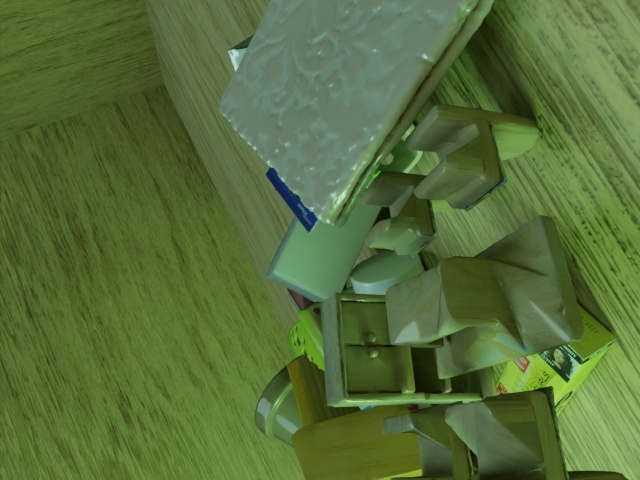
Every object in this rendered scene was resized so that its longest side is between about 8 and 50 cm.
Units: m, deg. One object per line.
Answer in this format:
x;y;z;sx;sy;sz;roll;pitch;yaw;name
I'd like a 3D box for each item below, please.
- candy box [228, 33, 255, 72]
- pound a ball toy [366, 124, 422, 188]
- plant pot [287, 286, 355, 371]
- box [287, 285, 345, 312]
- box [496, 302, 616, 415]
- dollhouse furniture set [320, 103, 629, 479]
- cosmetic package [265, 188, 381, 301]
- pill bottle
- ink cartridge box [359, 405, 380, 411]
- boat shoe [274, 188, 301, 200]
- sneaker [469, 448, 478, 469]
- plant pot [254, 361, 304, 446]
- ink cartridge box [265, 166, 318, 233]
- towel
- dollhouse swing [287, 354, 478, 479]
-0.094;-0.330;1.006;0.196;0.070;0.165;-67;-33;-53;candy box
0.048;-0.207;0.876;0.208;0.136;0.319;37;-173;-48;pound a ball toy
0.059;0.265;1.332;0.228;0.227;0.207;57;156;28;plant pot
-0.019;0.107;1.467;0.127;0.148;0.232;51;160;39;box
0.306;0.171;0.677;0.087;0.058;0.232;53;161;35;box
0.186;0.108;0.625;0.394;0.256;0.362;129;141;-60;dollhouse furniture set
0.000;0.000;1.023;0.138;0.224;0.224;28;170;-7;cosmetic package
0.162;0.172;0.956;0.160;0.160;0.283;26;138;66;pill bottle
0.151;0.524;1.536;0.270;0.151;0.395;66;165;0;ink cartridge box
-0.068;-0.165;1.283;0.127;0.113;0.340;49;158;43;boat shoe
0.294;0.322;0.901;0.084;0.083;0.215;39;148;43;sneaker
-0.017;0.495;1.410;0.229;0.263;0.263;30;146;35;plant pot
0.016;-0.188;0.695;0.333;0.065;0.165;-57;48;20;ink cartridge box
0.016;-0.227;0.623;0.317;0.053;0.332;-57;48;19;towel
0.135;0.361;0.967;0.347;0.315;0.305;49;-154;-39;dollhouse swing
